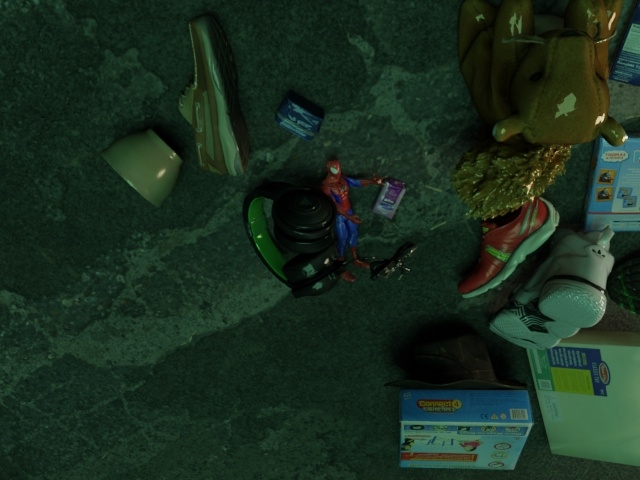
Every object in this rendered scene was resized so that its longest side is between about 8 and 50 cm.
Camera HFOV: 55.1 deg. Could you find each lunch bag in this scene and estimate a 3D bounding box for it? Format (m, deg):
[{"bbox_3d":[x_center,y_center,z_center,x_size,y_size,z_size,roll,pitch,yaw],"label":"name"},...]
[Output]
[{"bbox_3d":[-0.040,-0.245,1.232,0.098,0.067,0.065,29,119,-13],"label":"lunch bag"}]

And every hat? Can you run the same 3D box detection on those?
[{"bbox_3d":[0.315,0.286,1.461,0.331,0.134,0.331,0,165,0],"label":"hat"}]

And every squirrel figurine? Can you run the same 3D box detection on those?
[{"bbox_3d":[0.371,-0.213,1.034,0.281,0.370,0.397,6,121,2],"label":"squirrel figurine"}]

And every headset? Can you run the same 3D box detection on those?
[{"bbox_3d":[0.000,0.000,1.265,0.394,0.185,0.243,22,135,44],"label":"headset"}]

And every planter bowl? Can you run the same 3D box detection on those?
[{"bbox_3d":[-0.355,-0.163,1.275,0.109,0.162,0.162,-45,110,-3],"label":"planter bowl"}]

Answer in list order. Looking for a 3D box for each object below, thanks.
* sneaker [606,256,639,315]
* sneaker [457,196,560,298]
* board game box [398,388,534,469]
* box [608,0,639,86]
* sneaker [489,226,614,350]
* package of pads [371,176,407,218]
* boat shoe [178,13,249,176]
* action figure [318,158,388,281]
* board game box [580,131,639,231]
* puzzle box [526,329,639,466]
[{"bbox_3d":[0.796,0.104,1.304,0.343,0.146,0.134,-2,78,30],"label":"sneaker"},{"bbox_3d":[0.387,0.008,1.339,0.118,0.107,0.279,41,114,3],"label":"sneaker"},{"bbox_3d":[0.352,0.484,1.555,0.308,0.086,0.302,-1,141,6],"label":"board game box"},{"bbox_3d":[0.618,-0.380,1.080,0.136,0.036,0.225,21,124,18],"label":"box"},{"bbox_3d":[0.511,0.106,1.342,0.137,0.210,0.366,31,155,1],"label":"sneaker"},{"bbox_3d":[0.147,-0.091,1.325,0.050,0.032,0.083,19,120,-8],"label":"package of pads"},{"bbox_3d":[-0.224,-0.271,1.207,0.116,0.123,0.324,-2,119,9],"label":"boat shoe"},{"bbox_3d":[0.078,-0.043,1.308,0.139,0.091,0.280,10,127,40],"label":"action figure"},{"bbox_3d":[0.634,-0.117,1.257,0.160,0.039,0.212,0,122,6],"label":"board game box"},{"bbox_3d":[0.670,0.382,1.484,0.272,0.052,0.409,-2,124,34],"label":"puzzle box"}]
